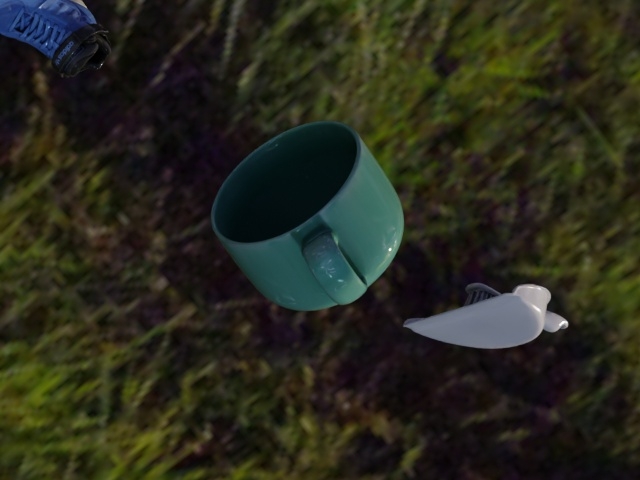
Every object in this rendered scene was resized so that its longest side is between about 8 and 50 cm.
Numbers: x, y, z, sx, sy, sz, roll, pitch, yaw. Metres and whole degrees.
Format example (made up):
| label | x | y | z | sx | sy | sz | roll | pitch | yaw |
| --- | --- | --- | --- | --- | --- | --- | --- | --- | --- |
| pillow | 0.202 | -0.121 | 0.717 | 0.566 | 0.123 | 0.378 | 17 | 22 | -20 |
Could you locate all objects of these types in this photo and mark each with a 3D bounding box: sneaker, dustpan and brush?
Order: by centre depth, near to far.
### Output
| label | x | y | z | sx | sy | sz | roll | pitch | yaw |
| --- | --- | --- | --- | --- | --- | --- | --- | --- | --- |
| sneaker | -0.254 | -0.196 | 1.638 | 0.084 | 0.058 | 0.152 | 51 | 19 | 21 |
| dustpan and brush | 0.205 | 0.081 | 1.877 | 0.211 | 0.147 | 0.060 | 28 | 54 | -43 |

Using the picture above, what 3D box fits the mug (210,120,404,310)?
| label | x | y | z | sx | sy | sz | roll | pitch | yaw |
| --- | --- | --- | --- | --- | --- | --- | --- | --- | --- |
| mug | -0.006 | -0.001 | 1.299 | 0.097 | 0.129 | 0.157 | 55 | 38 | -34 |
